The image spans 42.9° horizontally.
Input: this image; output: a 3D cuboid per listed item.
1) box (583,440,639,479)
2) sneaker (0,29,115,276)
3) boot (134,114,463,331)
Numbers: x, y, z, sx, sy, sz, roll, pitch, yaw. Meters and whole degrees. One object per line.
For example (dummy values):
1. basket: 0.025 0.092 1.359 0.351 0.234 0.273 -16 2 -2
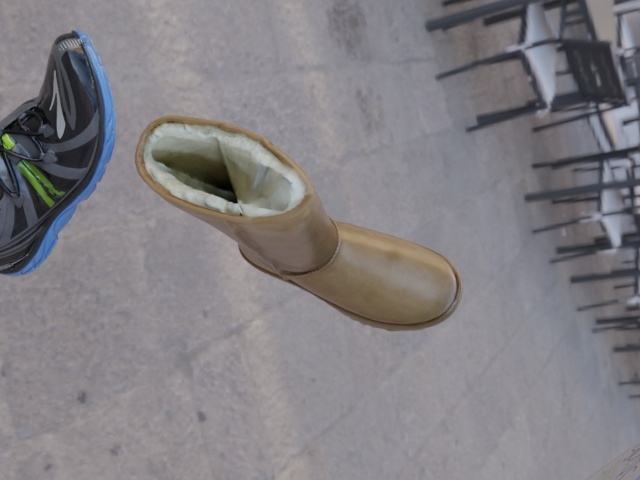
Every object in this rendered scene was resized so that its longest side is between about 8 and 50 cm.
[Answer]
1. box: 0.230 0.250 0.688 0.058 0.322 0.232 51 25 16
2. sneaker: -0.190 -0.049 0.523 0.078 0.188 0.067 9 38 -45
3. boot: 0.000 0.000 0.666 0.269 0.236 0.089 57 48 -74
